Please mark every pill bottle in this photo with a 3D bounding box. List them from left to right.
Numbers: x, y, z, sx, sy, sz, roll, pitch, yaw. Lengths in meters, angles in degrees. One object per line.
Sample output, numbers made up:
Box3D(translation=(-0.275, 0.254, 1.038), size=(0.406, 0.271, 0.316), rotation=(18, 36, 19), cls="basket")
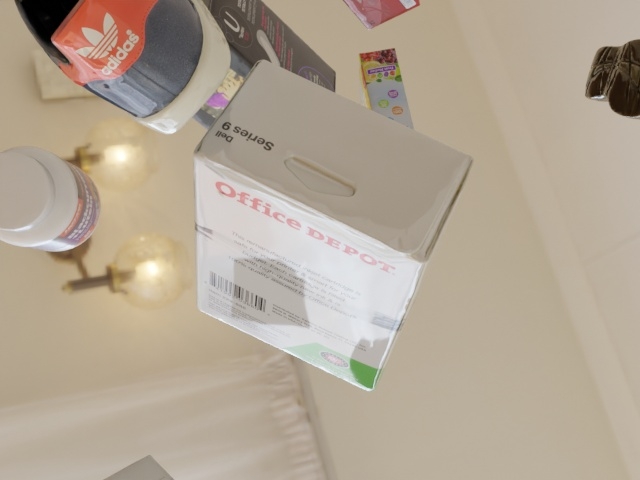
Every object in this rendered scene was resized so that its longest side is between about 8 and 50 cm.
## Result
Box3D(translation=(-0.312, -0.045, 1.038), size=(0.193, 0.108, 0.108), rotation=(114, -34, -87), cls="pill bottle")

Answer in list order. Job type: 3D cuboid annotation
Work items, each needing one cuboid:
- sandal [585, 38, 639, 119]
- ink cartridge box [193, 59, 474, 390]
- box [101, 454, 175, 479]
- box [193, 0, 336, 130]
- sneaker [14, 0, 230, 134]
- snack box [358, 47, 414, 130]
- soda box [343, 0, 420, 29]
Box3D(translation=(0.370, -0.185, 1.110), size=(0.219, 0.060, 0.090), rotation=(-105, -148, -80), cls="sandal")
Box3D(translation=(0.000, 0.000, 0.879), size=(0.211, 0.122, 0.289), rotation=(26, -29, 7), cls="ink cartridge box")
Box3D(translation=(-0.217, 0.334, 1.123), size=(0.087, 0.102, 0.101), rotation=(31, -46, 40), cls="box")
Box3D(translation=(-0.115, -0.250, 1.412), size=(0.143, 0.270, 0.165), rotation=(-28, -139, 29), cls="box")
Box3D(translation=(-0.198, -0.232, 0.777), size=(0.131, 0.148, 0.350), rotation=(-49, -133, 11), cls="sneaker")
Box3D(translation=(0.117, -0.195, 1.634), size=(0.174, 0.070, 0.207), rotation=(82, -1, -68), cls="snack box")
Box3D(translation=(0.024, -0.384, 1.166), size=(0.083, 0.263, 0.092), rotation=(-20, -127, 27), cls="soda box")
